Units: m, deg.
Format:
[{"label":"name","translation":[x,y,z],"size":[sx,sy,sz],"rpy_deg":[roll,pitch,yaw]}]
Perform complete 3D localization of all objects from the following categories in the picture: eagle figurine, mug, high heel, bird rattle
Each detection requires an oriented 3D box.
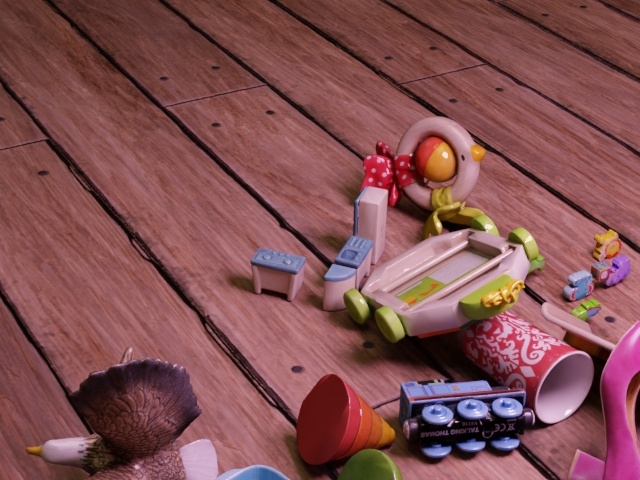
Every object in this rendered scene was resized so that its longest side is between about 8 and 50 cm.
[{"label":"eagle figurine","translation":[-0.236,0.258,1.424],"size":[0.225,0.226,0.298],"rpy_deg":[-26,2,-13]},{"label":"mug","translation":[0.301,0.182,1.750],"size":[0.113,0.150,0.169],"rpy_deg":[-49,43,-7]},{"label":"high heel","translation":[0.412,0.229,1.566],"size":[0.117,0.082,0.244],"rpy_deg":[18,78,33]},{"label":"bird rattle","translation":[0.194,-0.120,2.122],"size":[0.143,0.207,0.253],"rpy_deg":[-3,37,-43]}]

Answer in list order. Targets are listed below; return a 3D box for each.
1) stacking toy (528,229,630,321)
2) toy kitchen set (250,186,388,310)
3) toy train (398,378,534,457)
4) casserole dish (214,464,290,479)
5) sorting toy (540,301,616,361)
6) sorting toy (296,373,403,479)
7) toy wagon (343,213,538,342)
[{"label":"stacking toy","translation":[0.450,0.064,1.975],"size":[0.221,0.052,0.167],"rpy_deg":[-16,35,-24]},{"label":"toy kitchen set","translation":[0.000,0.000,1.974],"size":[0.166,0.122,0.207],"rpy_deg":[12,33,15]},{"label":"toy train","translation":[0.196,0.237,1.656],"size":[0.184,0.080,0.105],"rpy_deg":[-5,27,-10]},{"label":"casserole dish","translation":[-0.061,0.349,1.497],"size":[0.114,0.037,0.188],"rpy_deg":[-26,43,-37]},{"label":"sorting toy","translation":[0.428,0.167,1.741],"size":[0.208,0.038,0.193],"rpy_deg":[32,5,35]},{"label":"sorting toy","translation":[0.089,0.319,1.526],"size":[0.126,0.127,0.365],"rpy_deg":[19,25,-33]},{"label":"toy wagon","translation":[0.198,0.067,1.813],"size":[0.267,0.068,0.344],"rpy_deg":[-29,20,-14]}]
